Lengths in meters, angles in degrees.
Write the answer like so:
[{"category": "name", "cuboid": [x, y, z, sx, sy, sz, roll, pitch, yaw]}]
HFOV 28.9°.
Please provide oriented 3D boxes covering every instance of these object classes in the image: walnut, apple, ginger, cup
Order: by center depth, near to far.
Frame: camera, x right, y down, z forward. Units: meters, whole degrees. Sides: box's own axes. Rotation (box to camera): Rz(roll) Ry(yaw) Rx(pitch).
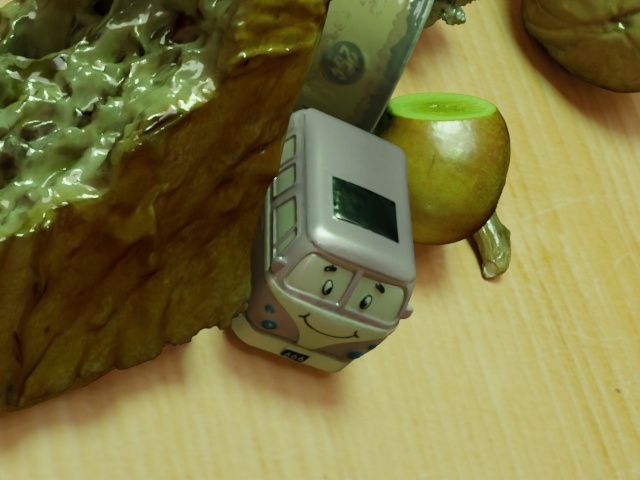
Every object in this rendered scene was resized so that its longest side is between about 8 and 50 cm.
[{"category": "apple", "cuboid": [0.110, -0.079, 1.259, 0.147, 0.163, 0.146, 19, 3, -15]}, {"category": "cup", "cuboid": [-0.030, -0.253, 1.267, 0.257, 0.227, 0.301, 26, 11, -5]}, {"category": "ginger", "cuboid": [0.174, -0.025, 1.367, 0.137, 0.044, 0.057, 64, 13, 11]}, {"category": "walnut", "cuboid": [0.416, -0.357, 1.674, 0.332, 0.333, 0.333, 24, 45, -26]}]

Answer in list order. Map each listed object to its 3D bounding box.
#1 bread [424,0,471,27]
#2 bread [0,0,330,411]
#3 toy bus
[{"category": "bread", "cuboid": [0.091, -0.347, 1.442, 0.246, 0.176, 0.195, 59, 18, 5]}, {"category": "bread", "cuboid": [-0.166, -0.081, 0.908, 0.191, 0.370, 0.314, 34, 32, 30]}, {"category": "toy bus", "cuboid": [0.000, 0.000, 1.109, 0.142, 0.142, 0.202, 23, 45, -27]}]
